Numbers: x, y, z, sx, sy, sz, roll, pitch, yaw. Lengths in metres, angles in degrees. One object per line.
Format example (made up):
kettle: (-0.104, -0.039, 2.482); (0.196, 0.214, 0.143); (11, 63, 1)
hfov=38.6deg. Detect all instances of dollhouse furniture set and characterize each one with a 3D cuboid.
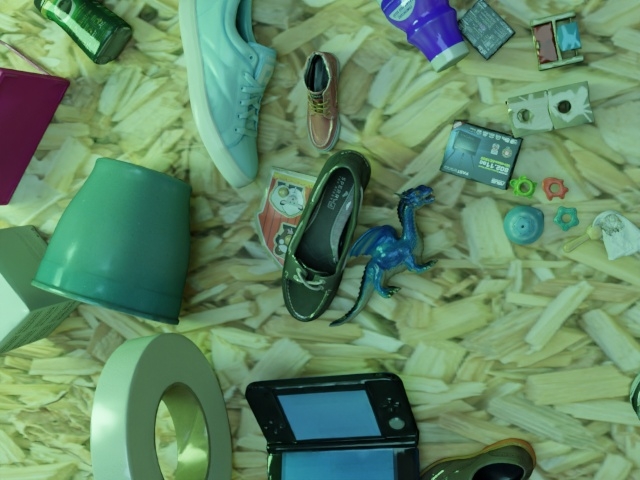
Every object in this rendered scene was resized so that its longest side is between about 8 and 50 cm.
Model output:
dollhouse furniture set: (0.360, -0.268, 1.472); (0.128, 0.129, 0.184); (-10, 94, 18)

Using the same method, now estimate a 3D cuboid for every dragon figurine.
dragon figurine: (0.106, 0.023, 1.603); (0.289, 0.085, 0.144); (-38, 85, 16)

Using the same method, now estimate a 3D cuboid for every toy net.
toy net: (0.426, -0.037, 1.525); (0.232, 0.045, 0.122); (11, 97, 14)

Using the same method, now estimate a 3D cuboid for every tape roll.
tape roll: (-0.266, 0.357, 1.594); (0.071, 0.392, 0.392); (-11, 93, 17)

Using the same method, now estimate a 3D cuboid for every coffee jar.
coffee jar: (-0.451, -0.424, 1.724); (0.184, 0.079, 0.096); (43, 109, 7)

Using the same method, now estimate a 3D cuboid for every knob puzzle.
knob puzzle: (-0.036, -0.023, 1.670); (0.213, 0.030, 0.213); (2, 97, 16)

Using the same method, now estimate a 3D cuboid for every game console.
game console: (0.019, 0.382, 1.615); (0.293, 0.173, 0.250); (-7, 128, 17)

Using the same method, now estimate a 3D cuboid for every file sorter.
file sorter: (-0.666, -0.233, 1.749); (0.182, 0.202, 0.291); (35, 105, 13)

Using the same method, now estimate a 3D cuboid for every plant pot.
plant pot: (-0.352, -0.005, 1.661); (0.271, 0.271, 0.255); (15, 85, 15)

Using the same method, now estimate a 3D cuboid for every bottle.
bottle: (0.151, -0.418, 1.529); (0.118, 0.092, 0.283); (-32, 86, 51)

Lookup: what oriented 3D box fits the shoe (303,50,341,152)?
shoe: (-0.002, -0.244, 1.608); (0.063, 0.081, 0.178); (6, 98, 16)

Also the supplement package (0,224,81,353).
supplement package: (-0.603, 0.094, 1.762); (0.149, 0.203, 0.194); (-43, 83, 16)

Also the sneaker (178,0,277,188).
sneaker: (-0.145, -0.281, 1.620); (0.150, 0.135, 0.366); (-12, 93, 21)

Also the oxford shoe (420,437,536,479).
oxford shoe: (0.245, 0.430, 1.599); (0.271, 0.098, 0.097); (-33, 86, 17)

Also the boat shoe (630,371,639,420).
boat shoe: (0.596, 0.165, 1.461); (0.113, 0.105, 0.306); (36, 105, 10)

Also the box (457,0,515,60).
box: (0.277, -0.357, 1.545); (0.067, 0.018, 0.083); (-45, 83, 16)

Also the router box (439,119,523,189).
router box: (0.274, -0.146, 1.559); (0.122, 0.038, 0.092); (18, 101, 14)

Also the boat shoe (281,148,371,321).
boat shoe: (0.000, 0.000, 1.600); (0.112, 0.095, 0.335); (20, 108, 5)
